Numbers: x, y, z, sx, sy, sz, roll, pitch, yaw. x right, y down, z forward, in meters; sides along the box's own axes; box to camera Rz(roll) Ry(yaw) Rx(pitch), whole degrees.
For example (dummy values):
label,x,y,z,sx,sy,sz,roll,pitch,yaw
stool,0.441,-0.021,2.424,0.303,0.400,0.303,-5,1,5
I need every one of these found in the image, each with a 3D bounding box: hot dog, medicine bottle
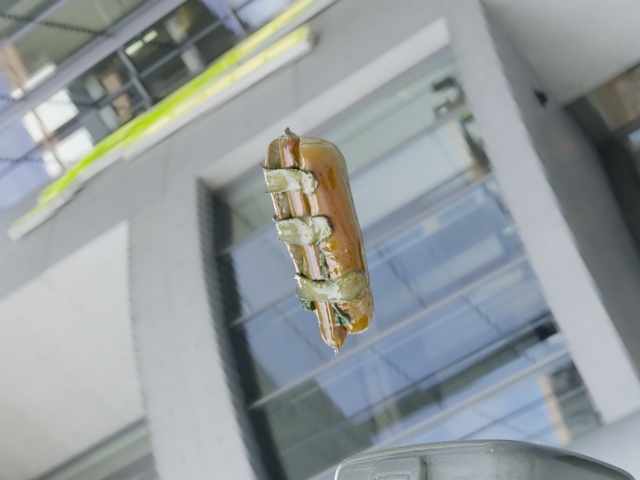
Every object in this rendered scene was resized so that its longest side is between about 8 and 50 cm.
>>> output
label,x,y,z,sx,sy,sz,roll,pitch,yaw
hot dog,0.000,0.000,1.481,0.072,0.109,0.269,-26,-70,-34
medicine bottle,0.197,0.326,1.653,0.282,0.375,0.123,18,-111,-31
